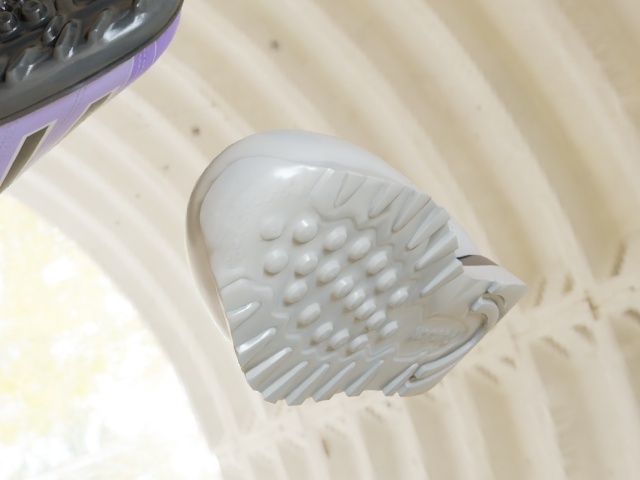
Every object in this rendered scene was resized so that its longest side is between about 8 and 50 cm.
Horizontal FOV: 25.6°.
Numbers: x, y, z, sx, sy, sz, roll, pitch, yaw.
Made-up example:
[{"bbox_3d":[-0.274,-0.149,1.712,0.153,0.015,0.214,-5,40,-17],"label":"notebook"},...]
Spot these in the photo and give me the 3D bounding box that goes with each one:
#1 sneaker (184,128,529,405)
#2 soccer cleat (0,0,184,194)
[{"bbox_3d":[0.000,0.000,0.522,0.095,0.090,0.235,51,7,21],"label":"sneaker"},{"bbox_3d":[-0.191,-0.027,0.605,0.108,0.318,0.116,61,1,40],"label":"soccer cleat"}]
